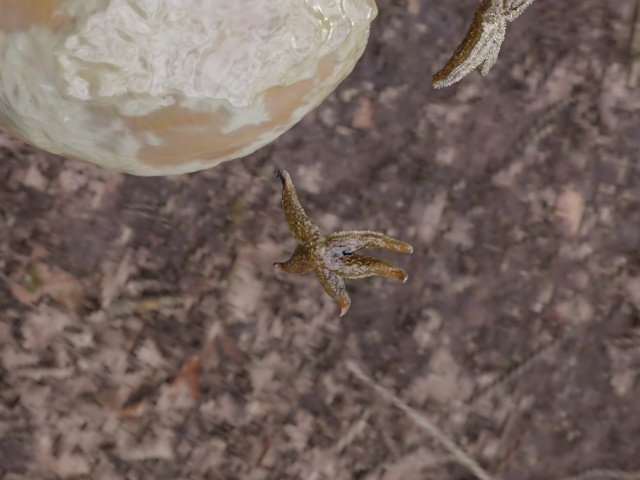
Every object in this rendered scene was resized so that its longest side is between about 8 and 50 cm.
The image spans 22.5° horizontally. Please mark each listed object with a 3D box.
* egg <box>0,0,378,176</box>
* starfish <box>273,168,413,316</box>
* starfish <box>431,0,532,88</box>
[{"bbox_3d":[-0.090,-0.130,0.768,0.203,0.245,0.203,3,90,-77],"label":"egg"},{"bbox_3d":[-0.004,0.003,1.286,0.130,0.133,0.041,53,41,-8],"label":"starfish"},{"bbox_3d":[0.203,-0.261,1.772,0.227,0.043,0.240,-52,171,-15],"label":"starfish"}]
